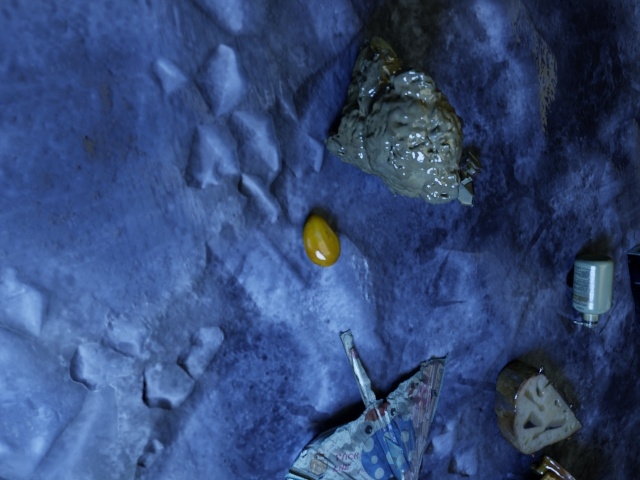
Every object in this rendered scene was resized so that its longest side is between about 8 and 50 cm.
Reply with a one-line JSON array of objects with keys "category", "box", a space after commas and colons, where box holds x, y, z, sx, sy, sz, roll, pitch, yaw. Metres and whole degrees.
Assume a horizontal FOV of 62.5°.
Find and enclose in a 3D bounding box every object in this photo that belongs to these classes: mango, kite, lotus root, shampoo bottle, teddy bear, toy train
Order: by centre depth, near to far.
[{"category": "teddy bear", "box": [0.116, -0.158, 0.768, 0.156, 0.256, 0.267, -31, 111, -15]}, {"category": "mango", "box": [0.000, 0.000, 0.852, 0.060, 0.046, 0.089, -18, 94, -26]}, {"category": "kite", "box": [0.106, 0.329, 0.946, 0.406, 0.014, 0.369, -25, 98, -32]}, {"category": "lotus root", "box": [0.464, 0.376, 1.147, 0.170, 0.074, 0.261, -42, 117, -14]}, {"category": "shampoo bottle", "box": [0.602, 0.115, 1.169, 0.079, 0.079, 0.162, -9, 103, -26]}, {"category": "toy train", "box": [0.804, 0.135, 1.297, 0.048, 0.055, 0.252, -32, 113, -29]}]

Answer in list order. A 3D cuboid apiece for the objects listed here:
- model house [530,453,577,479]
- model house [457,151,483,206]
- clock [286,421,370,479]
[{"category": "model house", "box": [0.499, 0.623, 1.165, 0.229, 0.219, 0.199, -41, 156, -10]}, {"category": "model house", "box": [0.268, -0.111, 0.963, 0.058, 0.057, 0.083, 40, 36, -23]}, {"category": "clock", "box": [0.047, 0.447, 0.952, 0.236, 0.053, 0.237, -4, 100, -27]}]
